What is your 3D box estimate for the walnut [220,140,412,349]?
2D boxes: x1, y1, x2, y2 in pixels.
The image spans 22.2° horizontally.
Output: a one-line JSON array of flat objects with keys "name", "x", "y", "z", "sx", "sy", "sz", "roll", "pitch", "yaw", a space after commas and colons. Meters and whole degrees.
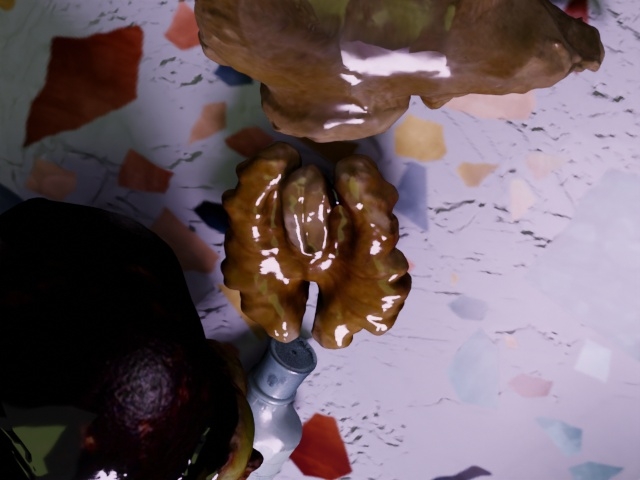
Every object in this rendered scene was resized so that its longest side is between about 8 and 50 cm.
[{"name": "walnut", "x": 0.000, "y": 0.000, "z": 1.172, "sx": 0.142, "sy": 0.069, "sz": 0.170, "roll": 11, "pitch": 129, "yaw": 9}]

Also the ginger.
[{"name": "ginger", "x": 0.047, "y": -0.141, "z": 1.008, "sx": 0.270, "sy": 0.123, "sz": 0.219, "roll": 27, "pitch": 127, "yaw": -7}]

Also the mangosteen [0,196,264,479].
[{"name": "mangosteen", "x": -0.173, "y": 0.117, "z": 1.191, "sx": 0.287, "sy": 0.233, "sz": 0.288, "roll": 18, "pitch": 132, "yaw": 22}]

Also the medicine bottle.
[{"name": "medicine bottle", "x": -0.066, "y": 0.156, "z": 1.326, "sx": 0.090, "sy": 0.054, "sz": 0.208, "roll": 29, "pitch": 126, "yaw": -5}]
